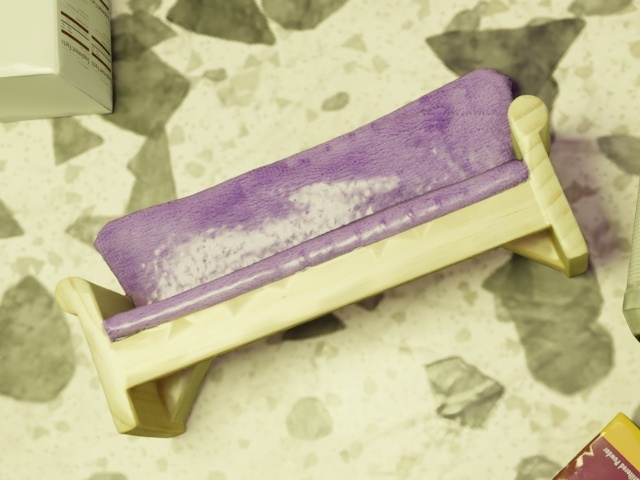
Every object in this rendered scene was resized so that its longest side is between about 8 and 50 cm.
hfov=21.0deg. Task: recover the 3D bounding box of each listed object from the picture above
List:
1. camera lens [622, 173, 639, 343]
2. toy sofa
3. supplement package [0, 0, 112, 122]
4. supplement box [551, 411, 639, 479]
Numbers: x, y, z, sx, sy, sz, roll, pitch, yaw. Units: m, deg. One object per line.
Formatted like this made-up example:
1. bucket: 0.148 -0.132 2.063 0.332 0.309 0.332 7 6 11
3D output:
1. camera lens: 0.325 -0.040 1.159 0.219 0.219 0.274 7 83 10
2. toy sofa: 0.000 0.000 1.242 0.362 0.150 0.177 -21 81 6
3. supplement package: -0.270 -0.200 1.312 0.194 0.149 0.203 -4 82 9
4. supplement box: 0.179 0.230 1.160 0.194 0.191 0.129 -45 78 2
